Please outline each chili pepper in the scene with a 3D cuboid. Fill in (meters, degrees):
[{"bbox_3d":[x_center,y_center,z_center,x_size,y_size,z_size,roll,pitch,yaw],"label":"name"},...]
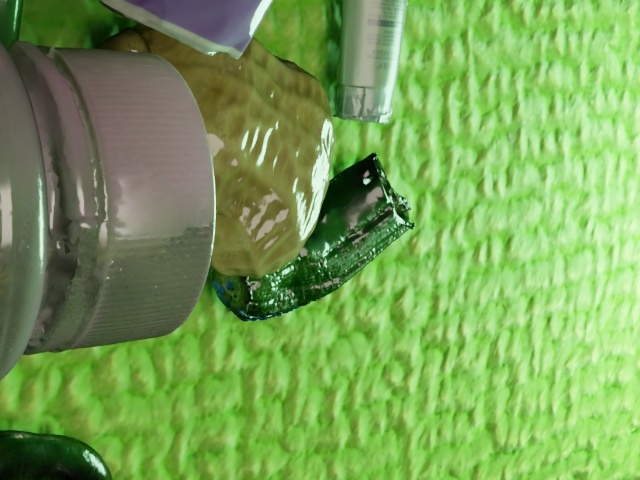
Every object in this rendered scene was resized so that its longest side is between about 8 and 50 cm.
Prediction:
[{"bbox_3d":[-0.001,0.000,1.190,0.224,0.061,0.098,-33,117,-33],"label":"chili pepper"}]

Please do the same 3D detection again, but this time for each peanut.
[{"bbox_3d":[-0.085,-0.082,1.057,0.233,0.110,0.197,35,64,-42],"label":"peanut"}]

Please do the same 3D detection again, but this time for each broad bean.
[{"bbox_3d":[-0.266,0.219,1.015,0.292,0.049,0.144,-5,105,-42],"label":"broad bean"}]

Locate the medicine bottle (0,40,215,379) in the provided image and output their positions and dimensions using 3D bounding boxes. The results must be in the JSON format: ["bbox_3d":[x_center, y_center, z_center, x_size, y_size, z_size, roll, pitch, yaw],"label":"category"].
[{"bbox_3d":[-0.241,-0.022,0.824,0.302,0.241,0.241,-4,104,-34],"label":"medicine bottle"}]

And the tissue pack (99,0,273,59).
[{"bbox_3d":[-0.086,-0.314,0.859,0.242,0.160,0.338,20,105,-38],"label":"tissue pack"}]

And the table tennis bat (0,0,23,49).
[{"bbox_3d":[-0.242,-0.077,0.970,0.160,0.039,0.257,-6,110,-37],"label":"table tennis bat"}]

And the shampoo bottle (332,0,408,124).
[{"bbox_3d":[0.046,-0.212,1.185,0.072,0.049,0.212,-1,101,-46],"label":"shampoo bottle"}]
